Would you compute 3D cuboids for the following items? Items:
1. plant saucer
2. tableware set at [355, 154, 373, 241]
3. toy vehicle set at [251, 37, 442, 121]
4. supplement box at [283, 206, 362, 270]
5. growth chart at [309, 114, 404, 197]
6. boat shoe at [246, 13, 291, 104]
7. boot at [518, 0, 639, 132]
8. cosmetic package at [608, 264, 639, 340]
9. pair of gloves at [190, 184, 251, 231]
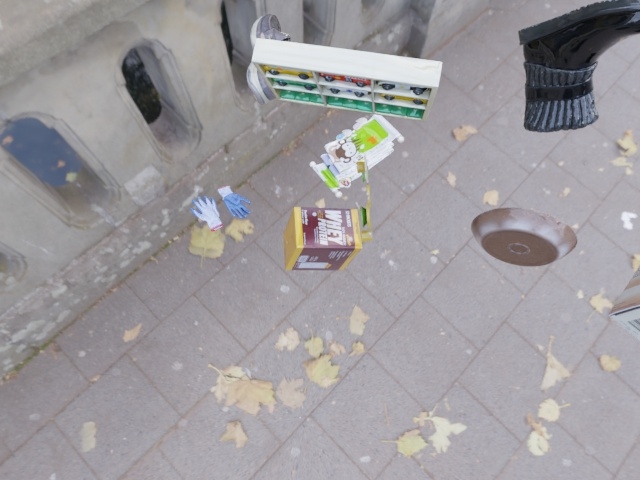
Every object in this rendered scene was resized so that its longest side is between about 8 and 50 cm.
[{"bbox_3d":[0.399,0.003,0.895,0.198,0.199,0.036,21,67,6],"label":"plant saucer"},{"bbox_3d":[0.080,-0.075,0.827,0.024,0.104,0.154,-5,84,10],"label":"tableware set"},{"bbox_3d":[0.044,-0.245,0.697,0.266,0.166,0.035,11,90,9],"label":"toy vehicle set"},{"bbox_3d":[0.000,0.000,1.356,0.193,0.191,0.129,1,66,-15],"label":"supplement box"},{"bbox_3d":[0.085,-0.222,1.104,0.237,0.021,0.172,-40,53,-4],"label":"growth chart"},{"bbox_3d":[-0.135,-0.566,1.376,0.130,0.132,0.356,-10,61,17],"label":"boat shoe"},{"bbox_3d":[0.611,-0.387,1.019,0.131,0.348,0.261,-17,105,-18],"label":"boot"},{"bbox_3d":[0.939,0.121,1.202,0.129,0.153,0.296,41,70,12],"label":"cosmetic package"},{"bbox_3d":[-0.343,-0.115,1.552,0.198,0.023,0.159,-26,65,-28],"label":"pair of gloves"}]
